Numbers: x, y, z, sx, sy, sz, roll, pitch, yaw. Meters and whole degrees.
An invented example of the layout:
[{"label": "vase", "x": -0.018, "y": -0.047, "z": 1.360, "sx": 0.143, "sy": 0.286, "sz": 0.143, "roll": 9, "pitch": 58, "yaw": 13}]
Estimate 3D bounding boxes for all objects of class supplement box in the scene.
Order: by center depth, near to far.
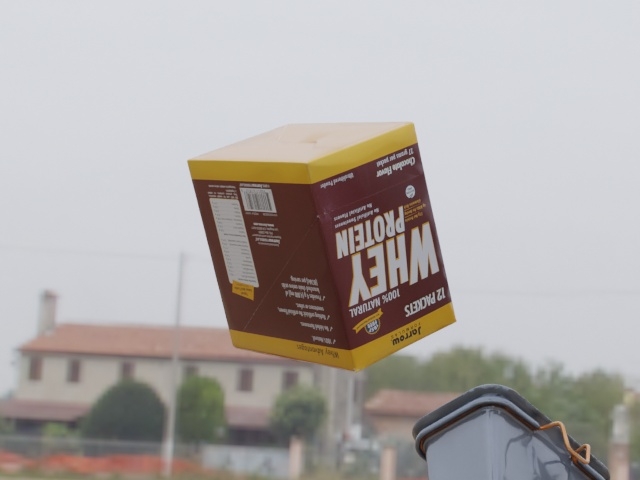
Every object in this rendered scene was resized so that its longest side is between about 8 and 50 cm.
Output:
[{"label": "supplement box", "x": 0.000, "y": 0.000, "z": 1.368, "sx": 0.129, "sy": 0.194, "sz": 0.191, "roll": -23, "pitch": 17, "yaw": -35}]

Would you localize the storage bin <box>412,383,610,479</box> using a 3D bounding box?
[{"label": "storage bin", "x": 0.132, "y": 0.172, "z": 0.964, "sx": 0.098, "sy": 0.091, "sz": 0.135, "roll": -34, "pitch": -59, "yaw": 29}]
